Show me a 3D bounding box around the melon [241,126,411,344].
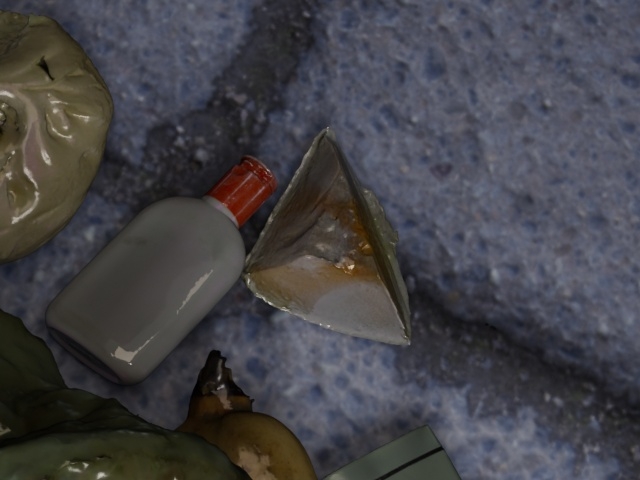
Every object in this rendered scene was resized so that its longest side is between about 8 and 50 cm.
[{"bbox_3d":[-0.003,0.003,1.595,0.139,0.093,0.203,-19,65,-2],"label":"melon"}]

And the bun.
[{"bbox_3d":[-0.276,-0.102,1.570,0.210,0.116,0.237,-23,76,-17],"label":"bun"}]

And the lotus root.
[{"bbox_3d":[-0.062,0.195,1.484,0.125,0.118,0.221,-18,79,1],"label":"lotus root"}]

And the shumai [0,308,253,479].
[{"bbox_3d":[-0.224,0.217,1.367,0.324,0.397,0.323,-19,45,-22],"label":"shumai"}]

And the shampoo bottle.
[{"bbox_3d":[-0.120,0.017,1.579,0.108,0.051,0.221,32,66,25],"label":"shampoo bottle"}]

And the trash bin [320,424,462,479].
[{"bbox_3d":[0.069,0.228,1.526,0.116,0.059,0.130,-24,75,-26],"label":"trash bin"}]
